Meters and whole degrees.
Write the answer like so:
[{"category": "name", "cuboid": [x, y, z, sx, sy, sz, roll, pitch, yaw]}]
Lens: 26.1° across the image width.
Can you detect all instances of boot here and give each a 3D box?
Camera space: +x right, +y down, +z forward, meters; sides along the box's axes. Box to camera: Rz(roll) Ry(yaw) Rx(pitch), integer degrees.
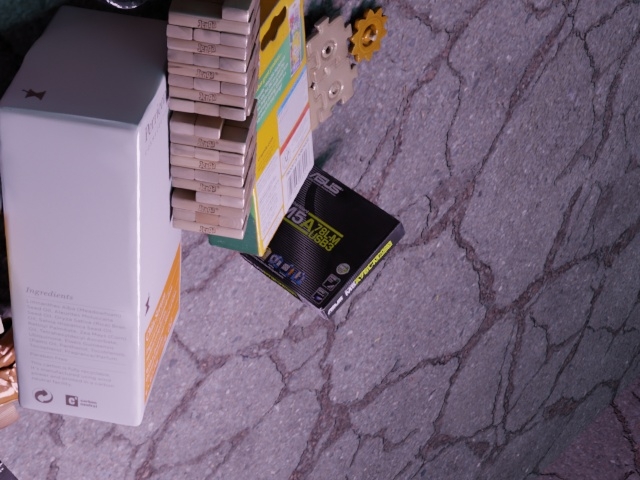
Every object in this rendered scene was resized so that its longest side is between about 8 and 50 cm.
[{"category": "boot", "cuboid": [-0.387, 0.149, 1.825, 0.197, 0.073, 0.152, -40, 142, -28]}]

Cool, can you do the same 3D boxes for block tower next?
[{"category": "block tower", "cuboid": [-0.121, -0.156, 1.577, 0.091, 0.097, 0.335, -79, 177, -45]}]

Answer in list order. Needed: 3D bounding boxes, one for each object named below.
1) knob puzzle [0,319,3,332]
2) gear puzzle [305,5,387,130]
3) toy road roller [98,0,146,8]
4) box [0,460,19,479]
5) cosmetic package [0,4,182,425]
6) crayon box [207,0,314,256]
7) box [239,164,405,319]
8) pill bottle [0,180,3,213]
[{"category": "knob puzzle", "cuboid": [-0.441, 0.066, 1.474, 0.213, 0.030, 0.213, -17, 128, -23]}, {"category": "gear puzzle", "cuboid": [-0.020, -0.239, 1.994, 0.339, 0.044, 0.175, -43, 145, -25]}, {"category": "toy road roller", "cuboid": [-0.197, -0.409, 1.442, 0.329, 0.202, 0.241, -34, 132, -31]}, {"category": "box", "cuboid": [-0.439, 0.310, 1.859, 0.029, 0.116, 0.162, -47, 148, -17]}, {"category": "cosmetic package", "cuboid": [-0.263, -0.022, 1.655, 0.230, 0.161, 0.453, -76, 173, -51]}, {"category": "crayon box", "cuboid": [-0.086, -0.168, 1.774, 0.323, 0.083, 0.203, 87, 22, -43]}, {"category": "box", "cuboid": [0.000, 0.000, 2.095, 0.184, 0.190, 0.045, -48, 149, -10]}, {"category": "pill bottle", "cuboid": [-0.430, -0.020, 1.539, 0.136, 0.136, 0.246, -11, 128, -50]}]
